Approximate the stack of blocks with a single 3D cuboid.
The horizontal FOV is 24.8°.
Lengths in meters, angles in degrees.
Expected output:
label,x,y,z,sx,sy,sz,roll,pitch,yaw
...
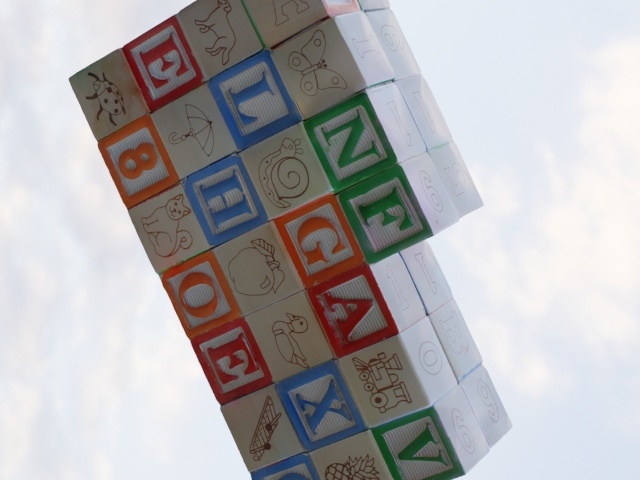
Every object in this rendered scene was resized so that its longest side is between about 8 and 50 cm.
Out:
label,x,y,z,sx,sy,sz,roll,pitch,yaw
stack of blocks,0.000,0.000,0.838,0.171,0.087,0.297,-25,-90,28
